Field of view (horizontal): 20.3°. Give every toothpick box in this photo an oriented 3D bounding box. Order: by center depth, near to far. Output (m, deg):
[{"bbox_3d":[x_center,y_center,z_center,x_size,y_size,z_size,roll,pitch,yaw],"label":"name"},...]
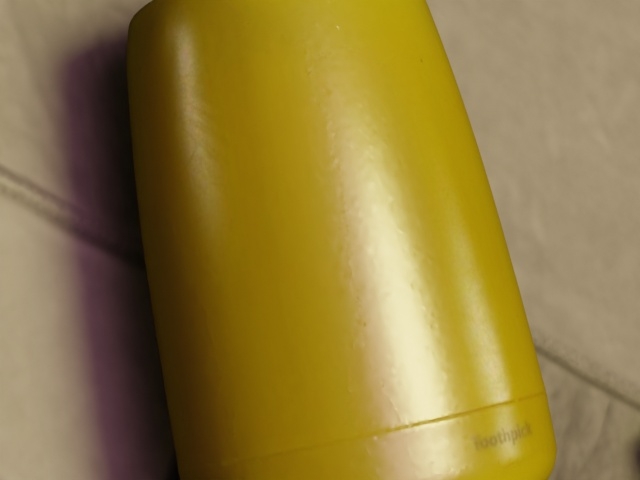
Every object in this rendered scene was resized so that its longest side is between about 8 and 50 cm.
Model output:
[{"bbox_3d":[0.000,0.000,0.839,0.175,0.175,0.271,-9,84,-31],"label":"toothpick box"}]
